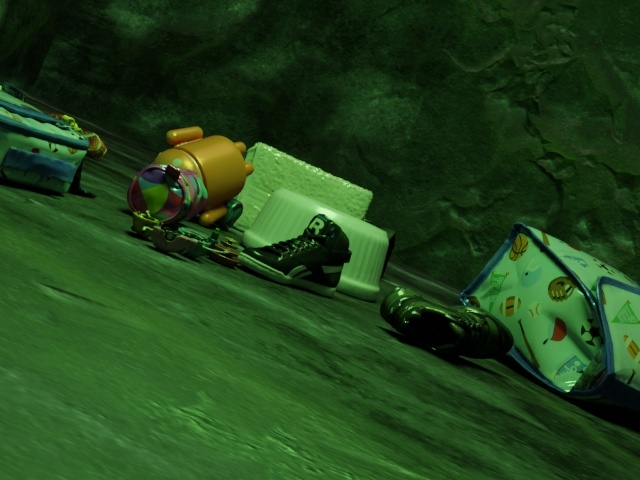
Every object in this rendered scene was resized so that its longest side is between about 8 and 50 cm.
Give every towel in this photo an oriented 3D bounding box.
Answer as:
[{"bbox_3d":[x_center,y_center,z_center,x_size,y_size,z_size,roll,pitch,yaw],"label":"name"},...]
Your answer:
[{"bbox_3d":[-0.048,-0.070,2.387,0.282,0.187,0.049,22,-1,-6],"label":"towel"}]

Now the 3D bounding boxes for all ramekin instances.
[{"bbox_3d":[0.000,0.000,2.115,0.273,0.127,0.273,23,4,-1],"label":"ramekin"}]

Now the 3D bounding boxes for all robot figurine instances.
[{"bbox_3d":[-0.225,-0.120,2.143,0.128,0.158,0.219,29,35,34],"label":"robot figurine"}]

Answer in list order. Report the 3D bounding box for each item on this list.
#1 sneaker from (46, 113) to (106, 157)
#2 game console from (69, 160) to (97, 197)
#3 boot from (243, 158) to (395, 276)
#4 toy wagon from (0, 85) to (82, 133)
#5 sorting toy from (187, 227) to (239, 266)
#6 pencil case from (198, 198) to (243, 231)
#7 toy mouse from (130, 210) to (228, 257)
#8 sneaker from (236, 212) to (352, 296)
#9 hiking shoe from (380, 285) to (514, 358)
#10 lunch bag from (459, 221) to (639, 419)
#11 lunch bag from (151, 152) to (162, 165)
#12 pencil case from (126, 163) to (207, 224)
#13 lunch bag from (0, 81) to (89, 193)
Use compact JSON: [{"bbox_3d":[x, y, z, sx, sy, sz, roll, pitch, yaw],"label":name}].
[{"bbox_3d":[-0.563,-0.231,2.612,0.175,0.064,0.067,30,-15,19],"label":"sneaker"},{"bbox_3d":[-0.405,-0.122,1.779,0.122,0.107,0.071,24,32,15],"label":"game console"},{"bbox_3d":[-0.047,-0.052,2.675,0.445,0.146,0.367,28,6,8],"label":"boot"},{"bbox_3d":[-0.569,-0.234,1.949,0.344,0.068,0.267,25,-13,11],"label":"toy wagon"},{"bbox_3d":[-0.161,0.003,1.694,0.102,0.042,0.061,23,3,-2],"label":"sorting toy"},{"bbox_3d":[-0.230,-0.075,2.249,0.151,0.070,0.064,27,39,9],"label":"pencil case"},{"bbox_3d":[-0.195,0.001,1.571,0.143,0.031,0.161,23,4,3],"label":"toy mouse"},{"bbox_3d":[-0.036,0.007,1.798,0.079,0.121,0.217,25,4,39],"label":"sneaker"},{"bbox_3d":[0.201,0.147,1.748,0.227,0.086,0.114,16,19,-20],"label":"hiking shoe"},{"bbox_3d":[0.493,0.171,2.030,0.328,0.239,0.385,22,20,-33],"label":"lunch bag"},{"bbox_3d":[-0.375,-0.165,2.779,0.071,0.053,0.083,24,29,-2],"label":"lunch bag"},{"bbox_3d":[-0.246,-0.076,1.892,0.104,0.104,0.236,23,3,-1],"label":"pencil case"},{"bbox_3d":[-0.462,-0.157,1.587,0.243,0.115,0.303,27,5,17],"label":"lunch bag"}]
